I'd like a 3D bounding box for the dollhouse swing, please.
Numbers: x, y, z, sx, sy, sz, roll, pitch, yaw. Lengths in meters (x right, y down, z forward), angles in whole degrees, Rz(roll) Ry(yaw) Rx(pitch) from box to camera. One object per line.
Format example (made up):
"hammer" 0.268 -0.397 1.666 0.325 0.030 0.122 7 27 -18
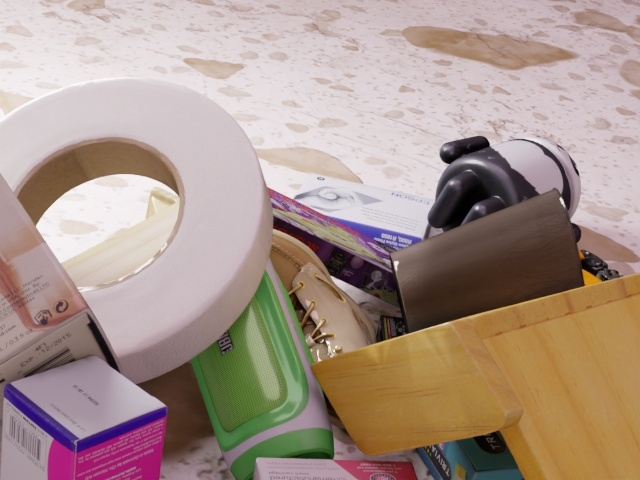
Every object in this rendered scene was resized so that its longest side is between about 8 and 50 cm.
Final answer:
"dollhouse swing" 0.240 0.218 1.460 0.347 0.305 0.315 -11 -8 -42

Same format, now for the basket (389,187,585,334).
"basket" 0.213 0.055 1.747 0.227 0.204 0.154 -13 21 1

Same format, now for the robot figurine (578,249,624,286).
"robot figurine" 0.342 0.090 1.931 0.211 0.085 0.291 5 26 -9

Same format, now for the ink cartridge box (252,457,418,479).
"ink cartridge box" 0.027 0.321 1.329 0.172 0.100 0.237 3 26 -11

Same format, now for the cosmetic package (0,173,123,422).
"cosmetic package" -0.335 0.035 1.372 0.129 0.153 0.296 -32 60 -12

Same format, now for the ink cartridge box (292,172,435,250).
"ink cartridge box" 0.060 -0.030 2.136 0.223 0.045 0.224 13 26 7

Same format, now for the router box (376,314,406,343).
"router box" 0.124 0.147 1.795 0.092 0.038 0.122 7 25 -4

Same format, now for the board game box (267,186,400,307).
"board game box" 0.000 0.000 1.864 0.347 0.056 0.208 25 6 -28

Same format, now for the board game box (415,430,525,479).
"board game box" 0.280 0.224 1.639 0.336 0.079 0.254 -1 28 -19

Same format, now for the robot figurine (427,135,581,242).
"robot figurine" 0.295 -0.071 2.142 0.173 0.209 0.278 -9 8 45

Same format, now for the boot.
"boot" -0.017 0.110 1.657 0.262 0.095 0.203 46 16 -25

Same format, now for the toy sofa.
"toy sofa" -0.248 0.075 1.701 0.177 0.150 0.362 25 29 20

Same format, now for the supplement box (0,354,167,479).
"supplement box" -0.230 0.239 1.284 0.111 0.220 0.114 30 31 35

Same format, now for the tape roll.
"tape roll" -0.248 -0.013 1.520 0.392 0.072 0.392 -4 57 7

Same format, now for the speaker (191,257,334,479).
"speaker" -0.083 0.129 1.533 0.131 0.131 0.296 -6 59 -28

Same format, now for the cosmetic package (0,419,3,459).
"cosmetic package" -0.436 0.159 1.408 0.151 0.151 0.184 -31 37 -12
